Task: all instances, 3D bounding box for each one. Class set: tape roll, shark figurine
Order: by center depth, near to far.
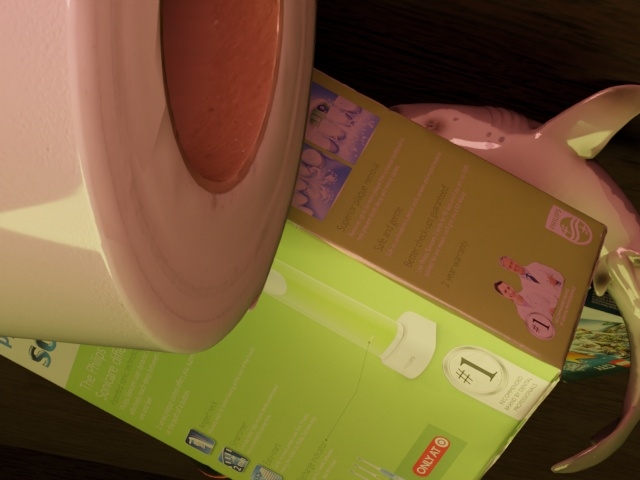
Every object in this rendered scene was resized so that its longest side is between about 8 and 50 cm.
[{"bbox_3d":[-0.111,-0.087,0.511,0.169,0.246,0.246,3,163,15],"label":"tape roll"},{"bbox_3d":[0.159,0.001,0.866,0.166,0.116,0.278,-31,106,14],"label":"shark figurine"}]

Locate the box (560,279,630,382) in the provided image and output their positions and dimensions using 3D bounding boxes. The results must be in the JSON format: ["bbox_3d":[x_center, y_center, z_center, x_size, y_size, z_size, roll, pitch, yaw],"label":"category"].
[{"bbox_3d":[0.212,0.070,1.204,0.159,0.044,0.233,15,162,-22],"label":"box"}]

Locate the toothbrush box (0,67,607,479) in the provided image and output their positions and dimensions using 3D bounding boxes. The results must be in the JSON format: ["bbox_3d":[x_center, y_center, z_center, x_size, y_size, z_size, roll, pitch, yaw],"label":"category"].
[{"bbox_3d":[-0.022,0.025,0.777,0.283,0.122,0.206,27,134,0],"label":"toothbrush box"}]

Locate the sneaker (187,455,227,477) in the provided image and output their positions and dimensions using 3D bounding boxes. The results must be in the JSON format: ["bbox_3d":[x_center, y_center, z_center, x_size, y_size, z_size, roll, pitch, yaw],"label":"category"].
[{"bbox_3d":[0.013,0.125,1.298,0.313,0.116,0.136,-19,178,35],"label":"sneaker"}]
